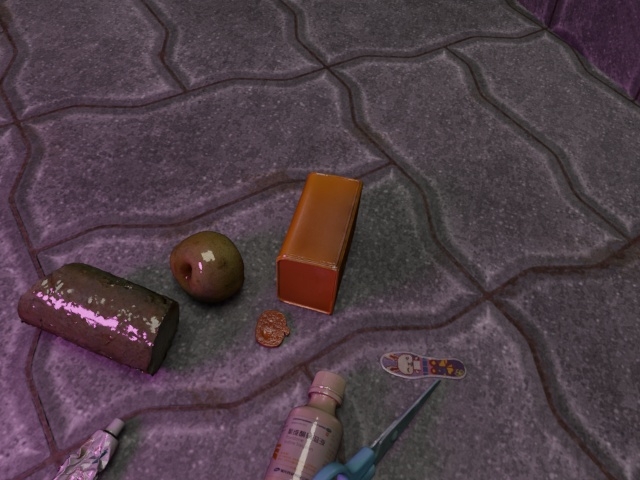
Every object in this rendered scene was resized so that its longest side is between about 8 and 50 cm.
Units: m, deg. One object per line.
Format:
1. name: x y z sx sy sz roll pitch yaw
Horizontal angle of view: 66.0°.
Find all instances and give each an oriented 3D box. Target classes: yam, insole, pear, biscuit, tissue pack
1. yam: -0.446 0.153 1.021 0.304 0.168 0.168 21 54 8
2. insole: 0.231 0.281 1.100 0.197 0.004 0.065 6 53 -1
3. pear: -0.254 0.058 1.121 0.167 0.167 0.137 42 43 23
4. biscuit: -0.107 0.201 1.115 0.078 0.015 0.091 12 53 1
5. tissue pack: 0.000 0.000 1.166 0.145 0.194 0.274 14 52 4

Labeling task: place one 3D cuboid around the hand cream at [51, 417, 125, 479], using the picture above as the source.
1. hand cream: -0.442 0.437 0.882 0.084 0.050 0.257 28 58 11

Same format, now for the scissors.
1. scissors: 0.112 0.394 0.932 0.029 0.192 0.447 21 37 37

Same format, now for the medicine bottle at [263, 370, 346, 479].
1. medicine bottle: -0.017 0.373 0.934 0.114 0.114 0.252 19 53 8
